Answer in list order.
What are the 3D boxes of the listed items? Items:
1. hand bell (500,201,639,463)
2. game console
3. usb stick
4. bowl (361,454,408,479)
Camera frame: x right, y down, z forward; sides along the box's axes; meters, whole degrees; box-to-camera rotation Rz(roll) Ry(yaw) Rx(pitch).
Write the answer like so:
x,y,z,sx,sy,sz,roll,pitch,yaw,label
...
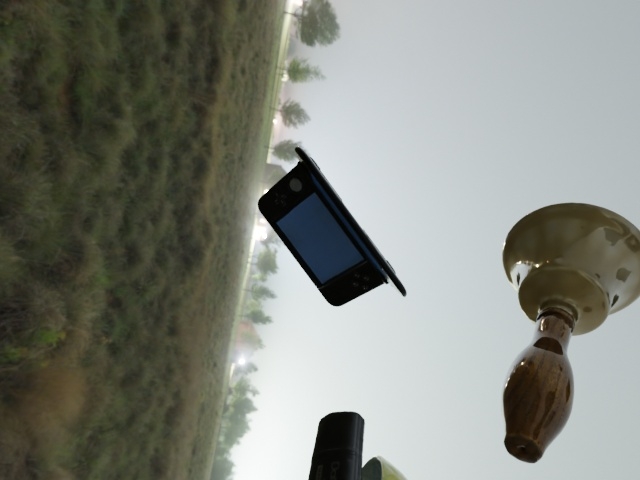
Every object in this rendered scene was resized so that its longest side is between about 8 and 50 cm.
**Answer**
x,y,z,sx,sy,sz,roll,pitch,yaw,label
0.180,0.068,0.304,0.242,0.126,0.126,-35,149,-48,hand bell
0.000,0.000,0.310,0.107,0.122,0.071,-34,-177,35,game console
0.014,0.329,0.500,0.278,0.077,0.045,-69,139,-66,usb stick
0.092,0.487,0.567,0.289,0.156,0.289,-60,171,-17,bowl
